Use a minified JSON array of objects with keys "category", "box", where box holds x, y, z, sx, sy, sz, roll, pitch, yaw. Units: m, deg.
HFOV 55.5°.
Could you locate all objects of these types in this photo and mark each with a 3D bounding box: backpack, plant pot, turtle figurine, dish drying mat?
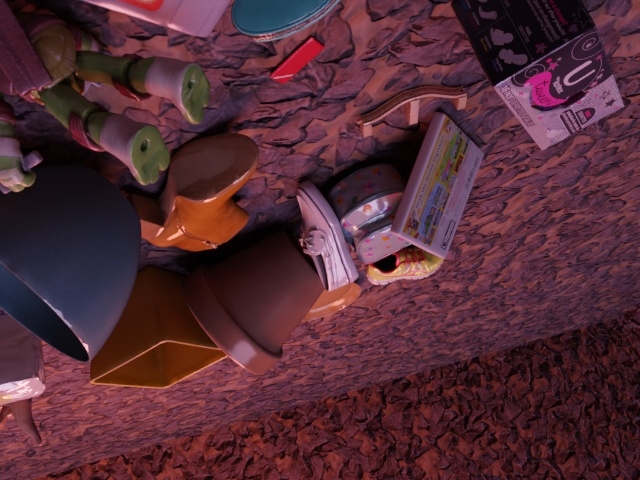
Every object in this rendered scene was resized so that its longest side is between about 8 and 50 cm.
[{"category":"backpack","box":[0.107,-0.053,1.170,0.165,0.145,0.188,-24,144,8]},{"category":"plant pot","box":[-0.372,0.004,0.862,0.195,0.290,0.290,-53,170,-30]},{"category":"plant pot","box":[-0.341,0.178,1.270,0.212,0.187,0.212,-30,152,21]},{"category":"plant pot","box":[-0.114,0.107,1.256,0.229,0.263,0.263,-39,152,3]},{"category":"plant pot","box":[-0.008,0.154,1.625,0.236,0.032,0.236,-15,153,-8]},{"category":"turtle figurine","box":[-0.264,-0.137,0.666,0.198,0.266,0.275,-45,151,-58]},{"category":"dish drying mat","box":[-0.032,-0.248,0.844,0.083,0.008,0.032,-34,150,29]}]

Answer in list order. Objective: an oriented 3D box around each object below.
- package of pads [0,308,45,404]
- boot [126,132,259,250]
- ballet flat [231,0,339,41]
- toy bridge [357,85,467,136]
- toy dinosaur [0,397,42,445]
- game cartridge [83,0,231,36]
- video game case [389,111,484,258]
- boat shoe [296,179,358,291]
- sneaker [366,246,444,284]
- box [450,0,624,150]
[{"category":"package of pads","box":[-0.638,0.184,1.039,0.296,0.229,0.101,-10,153,-18]},{"category":"boot","box":[-0.175,-0.069,1.017,0.295,0.104,0.211,-25,159,23]},{"category":"ballet flat","box":[0.011,-0.305,0.678,0.247,0.083,0.087,-32,-173,21]},{"category":"toy bridge","box":[0.150,-0.220,1.000,0.188,0.026,0.063,-17,152,-4]},{"category":"toy dinosaur","box":[-0.589,0.248,1.150,0.200,0.295,0.127,-47,143,-24]},{"category":"game cartridge","box":[-0.189,-0.311,0.570,0.294,0.060,0.196,5,142,-40]},{"category":"video game case","box":[0.221,-0.094,1.127,0.206,0.026,0.227,22,89,-54]},{"category":"boat shoe","box":[0.000,0.000,1.144,0.075,0.226,0.083,-33,-159,-14]},{"category":"sneaker","box":[0.214,0.053,1.518,0.208,0.082,0.094,-19,152,2]},{"category":"box","box":[0.320,-0.263,0.870,0.142,0.164,0.247,-30,152,25]}]
